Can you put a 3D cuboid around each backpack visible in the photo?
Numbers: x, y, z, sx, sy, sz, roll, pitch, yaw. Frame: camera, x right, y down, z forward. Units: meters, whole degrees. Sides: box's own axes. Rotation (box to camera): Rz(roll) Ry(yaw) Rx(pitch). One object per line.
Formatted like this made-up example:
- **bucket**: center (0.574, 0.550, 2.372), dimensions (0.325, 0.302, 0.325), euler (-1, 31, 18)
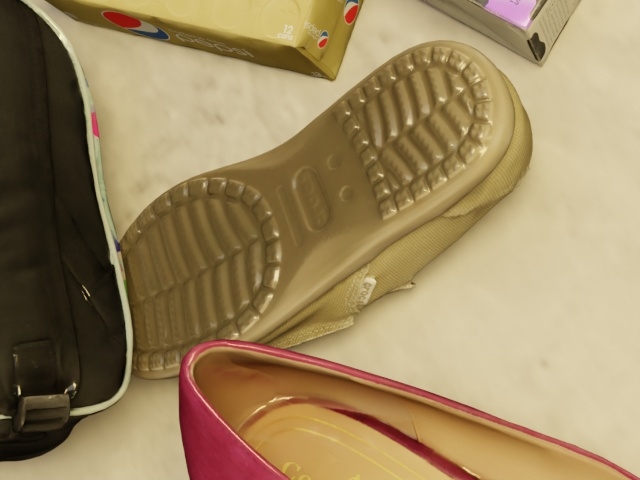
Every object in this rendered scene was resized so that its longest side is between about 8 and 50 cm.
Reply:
- **backpack**: center (-0.223, -0.011, 0.727), dimensions (0.191, 0.225, 0.254), euler (-29, 65, 54)

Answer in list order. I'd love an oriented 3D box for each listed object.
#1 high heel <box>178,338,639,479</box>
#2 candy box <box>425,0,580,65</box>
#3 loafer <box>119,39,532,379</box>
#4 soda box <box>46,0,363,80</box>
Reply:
- **high heel**: center (0.114, 0.139, 0.567), dimensions (0.377, 0.181, 0.127), euler (9, 59, 24)
- **candy box**: center (0.091, -0.218, 0.723), dimensions (0.164, 0.070, 0.196), euler (32, 92, 18)
- **loafer**: center (0.000, 0.000, 0.712), dimensions (0.268, 0.092, 0.102), euler (-28, 63, 32)
- **soda box**: center (-0.070, -0.142, 0.789), dimensions (0.181, 0.058, 0.061), euler (16, 84, 26)
